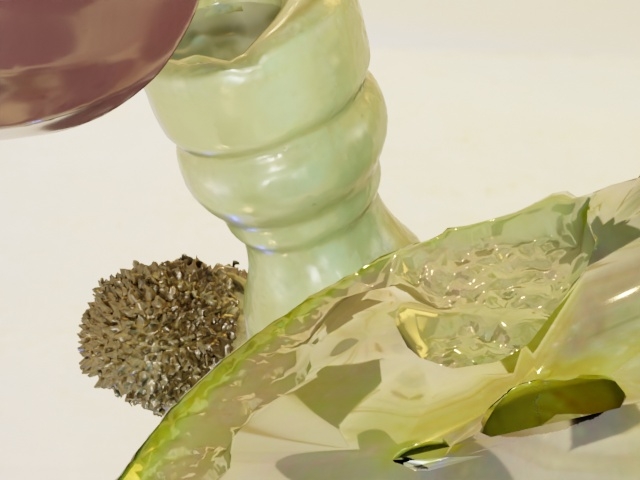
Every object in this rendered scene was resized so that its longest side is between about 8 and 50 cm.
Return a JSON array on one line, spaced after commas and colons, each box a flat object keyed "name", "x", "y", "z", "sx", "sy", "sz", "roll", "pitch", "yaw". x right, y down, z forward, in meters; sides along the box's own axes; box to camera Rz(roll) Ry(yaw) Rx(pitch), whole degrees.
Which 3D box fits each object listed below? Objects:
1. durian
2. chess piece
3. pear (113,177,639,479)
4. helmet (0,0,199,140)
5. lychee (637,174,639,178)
[{"name": "durian", "x": -0.132, "y": 0.087, "z": 1.459, "sx": 0.196, "sy": 0.196, "sz": 0.167, "roll": 90, "pitch": -164, "yaw": -69}, {"name": "chess piece", "x": 0.000, "y": 0.000, "z": 1.270, "sx": 0.234, "sy": 0.234, "sz": 0.442, "roll": -87, "pitch": -19, "yaw": -57}, {"name": "pear", "x": 0.103, "y": 0.141, "z": 0.689, "sx": 0.399, "sy": 0.399, "sz": 0.165, "roll": -87, "pitch": -23, "yaw": -61}, {"name": "helmet", "x": -0.205, "y": -0.167, "z": 0.855, "sx": 0.197, "sy": 0.338, "sz": 0.271, "roll": 39, "pitch": 118, "yaw": 41}, {"name": "lychee", "x": 0.401, "y": 0.100, "z": 1.309, "sx": 0.500, "sy": 0.425, "sz": 0.424, "roll": 103, "pitch": 173, "yaw": -46}]
